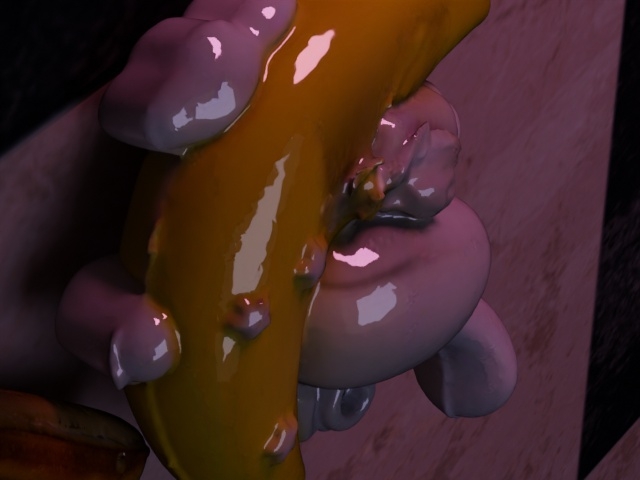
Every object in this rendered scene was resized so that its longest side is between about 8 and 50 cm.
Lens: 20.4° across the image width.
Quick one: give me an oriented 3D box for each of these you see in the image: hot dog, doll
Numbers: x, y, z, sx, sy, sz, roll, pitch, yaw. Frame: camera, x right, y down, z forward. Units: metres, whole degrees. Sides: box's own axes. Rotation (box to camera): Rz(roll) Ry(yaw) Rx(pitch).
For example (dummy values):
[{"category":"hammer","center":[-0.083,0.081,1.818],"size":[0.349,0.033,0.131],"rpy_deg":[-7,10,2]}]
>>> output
[{"category":"hot dog","center":[-0.124,0.085,0.652],"size":[0.072,0.055,0.188],"rpy_deg":[-57,152,3]},{"category":"doll","center":[0.000,0.000,0.719],"size":[0.252,0.111,0.237],"rpy_deg":[-23,120,-48]}]
